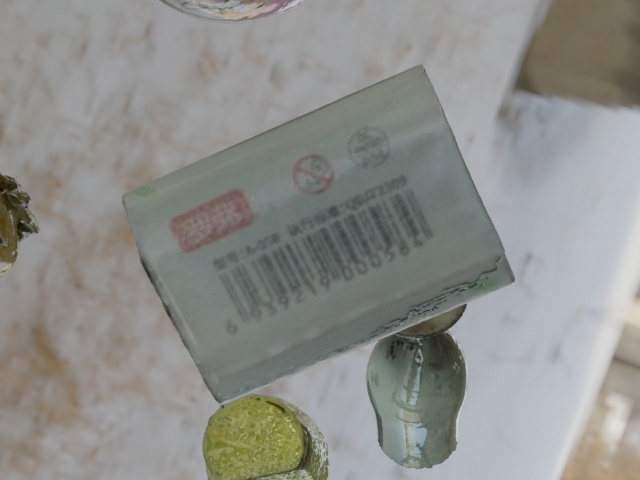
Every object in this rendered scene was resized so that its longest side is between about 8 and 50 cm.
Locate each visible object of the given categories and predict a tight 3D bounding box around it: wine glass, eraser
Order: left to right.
[{"bbox_3d":[0.000,0.000,1.332,0.081,0.227,0.174,-106,172,-65],"label":"eraser"},{"bbox_3d":[0.086,0.114,1.707,0.202,0.093,0.093,84,26,-49],"label":"wine glass"}]

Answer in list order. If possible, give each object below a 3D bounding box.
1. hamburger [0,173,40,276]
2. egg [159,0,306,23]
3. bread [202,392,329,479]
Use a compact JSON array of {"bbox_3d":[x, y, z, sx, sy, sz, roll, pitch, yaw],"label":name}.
[{"bbox_3d":[-0.312,-0.040,1.406,0.130,0.206,0.183,-36,115,-21],"label":"hamburger"},{"bbox_3d":[-0.081,-0.289,1.743,0.271,0.196,0.196,-38,148,-74],"label":"egg"},{"bbox_3d":[-0.060,0.212,1.961,0.114,0.129,0.111,73,0,-73],"label":"bread"}]
